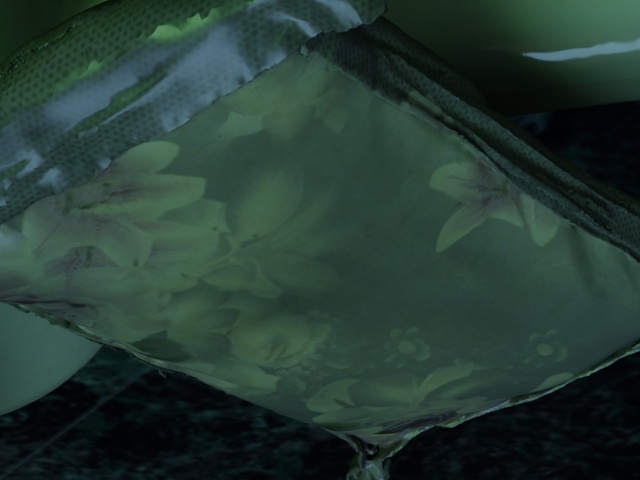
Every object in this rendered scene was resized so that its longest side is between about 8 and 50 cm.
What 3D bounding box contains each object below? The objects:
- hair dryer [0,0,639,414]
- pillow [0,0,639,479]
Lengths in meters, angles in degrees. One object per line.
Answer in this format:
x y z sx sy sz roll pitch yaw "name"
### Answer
-0.019 -0.056 0.577 0.362 0.128 0.203 -7 145 0 "hair dryer"
0.000 0.000 0.526 0.169 0.059 0.255 -34 143 22 "pillow"
